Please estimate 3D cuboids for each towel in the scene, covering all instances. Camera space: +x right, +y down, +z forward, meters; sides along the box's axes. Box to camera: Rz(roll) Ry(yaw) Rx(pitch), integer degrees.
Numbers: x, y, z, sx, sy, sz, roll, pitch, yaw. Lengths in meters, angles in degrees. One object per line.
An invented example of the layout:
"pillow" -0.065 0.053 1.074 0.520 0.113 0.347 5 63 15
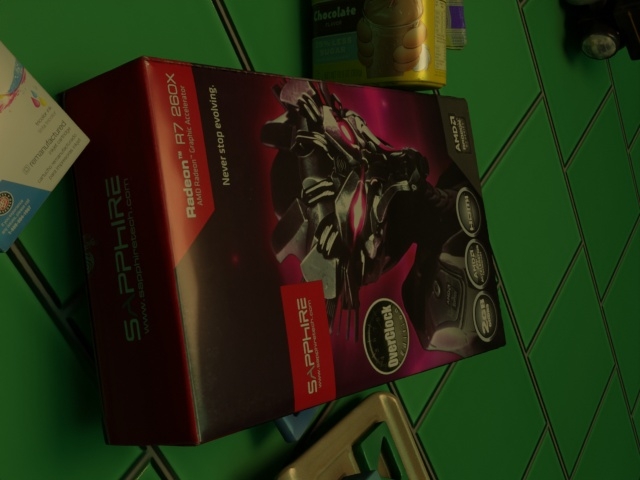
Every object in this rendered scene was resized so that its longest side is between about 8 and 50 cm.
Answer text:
"towel" 0.142 -0.253 0.907 0.060 0.009 0.083 -13 100 -52

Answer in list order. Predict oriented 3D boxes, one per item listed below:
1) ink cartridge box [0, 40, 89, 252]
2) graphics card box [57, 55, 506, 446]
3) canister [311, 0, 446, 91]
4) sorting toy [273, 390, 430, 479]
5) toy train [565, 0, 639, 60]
"ink cartridge box" -0.199 -0.064 0.442 0.122 0.052 0.088 52 52 -37
"graphics card box" 0.000 0.000 0.630 0.371 0.094 0.233 -4 84 -50
"canister" 0.048 -0.211 0.697 0.073 0.126 0.170 -6 97 -52
"sorting toy" 0.056 0.236 0.687 0.196 0.047 0.348 -21 89 -59
"toy train" 0.473 -0.392 1.180 0.142 0.190 0.334 51 53 -39
